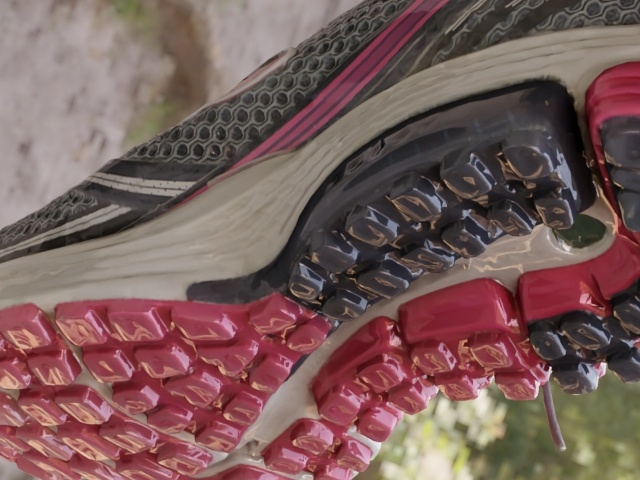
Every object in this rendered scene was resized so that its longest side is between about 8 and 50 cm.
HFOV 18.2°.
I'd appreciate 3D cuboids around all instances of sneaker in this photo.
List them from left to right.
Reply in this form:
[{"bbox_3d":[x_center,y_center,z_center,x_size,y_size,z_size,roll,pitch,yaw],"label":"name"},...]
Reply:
[{"bbox_3d":[0.000,0.000,0.568,0.121,0.299,0.112,43,42,-34],"label":"sneaker"}]
